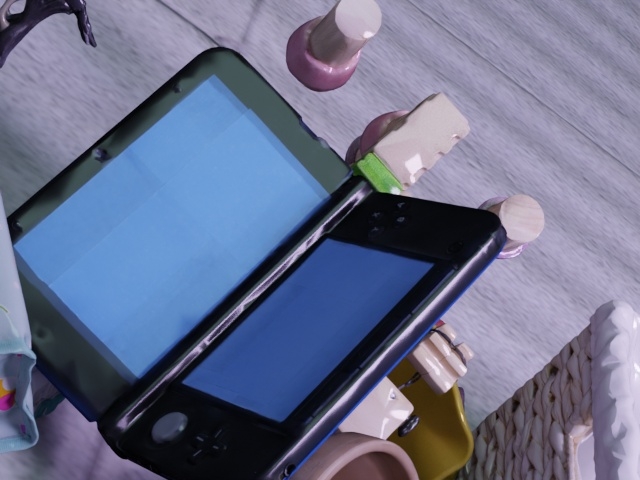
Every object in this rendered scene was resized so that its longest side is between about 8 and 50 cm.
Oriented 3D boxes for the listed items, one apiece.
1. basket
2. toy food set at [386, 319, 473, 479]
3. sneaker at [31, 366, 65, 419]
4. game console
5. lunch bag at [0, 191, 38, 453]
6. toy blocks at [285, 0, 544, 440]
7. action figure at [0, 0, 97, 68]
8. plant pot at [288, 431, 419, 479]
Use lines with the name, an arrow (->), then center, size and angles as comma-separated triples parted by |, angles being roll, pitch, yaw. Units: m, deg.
basket -> 0.285, 0.297, 1.269 | 0.331, 0.266, 0.328 | 33, 34, -17
toy food set -> 0.091, 0.137, 1.358 | 0.071, 0.128, 0.217 | 20, 41, -35
sneaker -> -0.254, 0.103, 1.088 | 0.076, 0.065, 0.166 | 40, 25, 21
game console -> -0.062, 0.011, 1.074 | 0.293, 0.250, 0.173 | -45, 122, -23
lunch bag -> -0.328, 0.035, 0.955 | 0.262, 0.160, 0.223 | -9, 57, -15
toy blocks -> 0.000, 0.000, 1.327 | 0.288, 0.260, 0.309 | -43, 93, -18
action figure -> -0.314, -0.138, 1.177 | 0.164, 0.276, 0.140 | -131, -157, -74
plant pot -> -0.029, 0.244, 1.074 | 0.110, 0.237, 0.237 | 13, 19, 30
